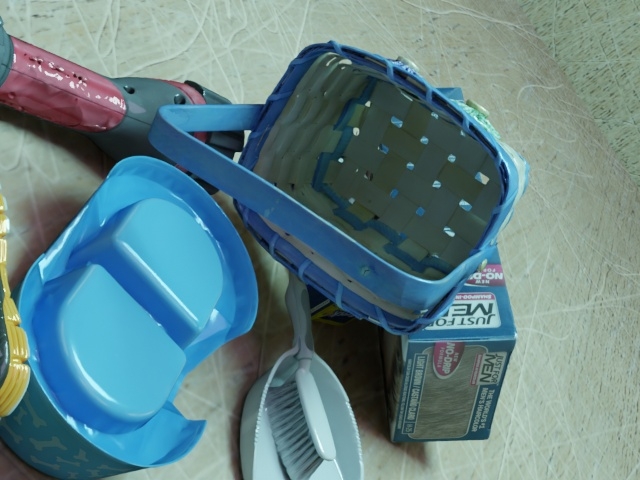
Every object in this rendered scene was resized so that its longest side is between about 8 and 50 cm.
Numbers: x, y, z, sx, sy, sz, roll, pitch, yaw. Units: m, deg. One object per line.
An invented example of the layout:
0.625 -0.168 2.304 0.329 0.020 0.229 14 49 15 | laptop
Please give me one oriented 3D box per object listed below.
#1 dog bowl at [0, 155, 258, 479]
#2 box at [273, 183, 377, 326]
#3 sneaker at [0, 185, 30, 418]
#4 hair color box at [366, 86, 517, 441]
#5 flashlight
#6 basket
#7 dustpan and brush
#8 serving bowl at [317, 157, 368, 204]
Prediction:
-0.145 0.056 0.808 0.166 0.074 0.297 49 30 -16 | dog bowl
0.000 0.000 1.118 0.059 0.054 0.168 19 45 -50 | box
-0.241 0.010 0.667 0.083 0.084 0.214 24 34 -56 | sneaker
0.111 0.016 1.138 0.173 0.105 0.347 93 -6 -47 | hair color box
-0.194 -0.114 0.872 0.304 0.103 0.103 20 43 -51 | flashlight
0.029 -0.046 0.894 0.255 0.201 0.289 35 26 17 | basket
-0.018 0.126 0.955 0.147 0.060 0.211 22 44 -48 | dustpan and brush
0.020 -0.057 1.118 0.083 0.027 0.083 39 33 -32 | serving bowl
